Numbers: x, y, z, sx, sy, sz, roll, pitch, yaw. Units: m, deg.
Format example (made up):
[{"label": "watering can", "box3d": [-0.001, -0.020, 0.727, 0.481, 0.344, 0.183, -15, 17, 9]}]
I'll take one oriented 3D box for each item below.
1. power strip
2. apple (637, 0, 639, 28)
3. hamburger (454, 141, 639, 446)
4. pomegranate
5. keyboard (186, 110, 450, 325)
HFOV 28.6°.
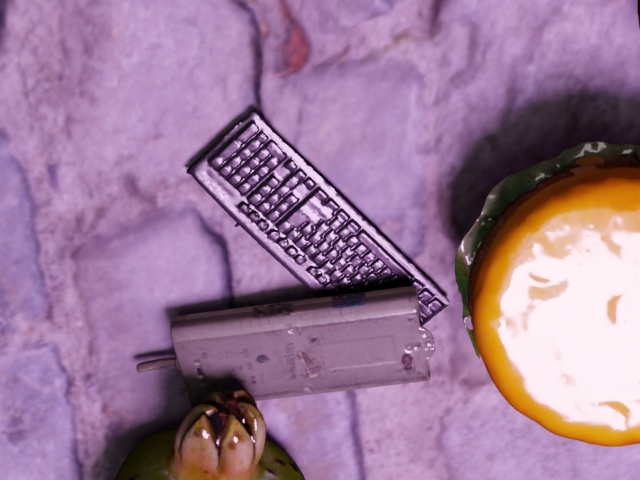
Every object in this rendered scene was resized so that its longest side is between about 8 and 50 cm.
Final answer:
[{"label": "power strip", "box3d": [-0.033, 0.097, 1.100, 0.268, 0.034, 0.092, -8, 122, 8]}, {"label": "apple", "box3d": [0.361, -0.204, 0.845, 0.301, 0.301, 0.302, -1, 117, -1]}, {"label": "hamburger", "box3d": [0.230, 0.034, 1.012, 0.246, 0.170, 0.246, 1, 106, 5]}, {"label": "pomegranate", "box3d": [-0.087, 0.258, 1.114, 0.190, 0.159, 0.241, 33, 116, -19]}, {"label": "keyboard", "box3d": [0.000, 0.000, 1.074, 0.087, 0.017, 0.250, -40, 112, 16]}]
